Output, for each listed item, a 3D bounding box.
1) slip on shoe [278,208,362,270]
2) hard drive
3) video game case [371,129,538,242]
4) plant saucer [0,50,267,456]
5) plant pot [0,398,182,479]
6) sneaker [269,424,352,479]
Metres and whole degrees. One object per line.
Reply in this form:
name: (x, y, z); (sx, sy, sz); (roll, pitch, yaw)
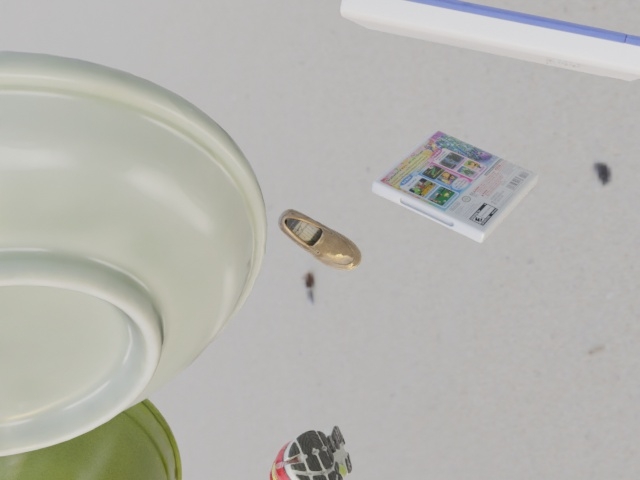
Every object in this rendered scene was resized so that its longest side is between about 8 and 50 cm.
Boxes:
slip on shoe: (0.000, 0.000, 1.528); (0.051, 0.135, 0.041); (-54, 6, 1)
hard drive: (0.196, -0.230, 1.186); (0.210, 0.318, 0.040); (-32, -46, -77)
video game case: (0.159, -0.067, 1.245); (0.143, 0.157, 0.019); (26, 131, 21)
plant saucer: (-0.221, 0.053, 0.731); (0.400, 0.400, 0.100); (113, 147, -44)
plant pot: (-0.399, 0.413, 1.554); (0.353, 0.366, 0.366); (-99, 9, -77)
sneaker: (-0.029, 0.364, 1.693); (0.279, 0.118, 0.107); (27, -140, -74)
